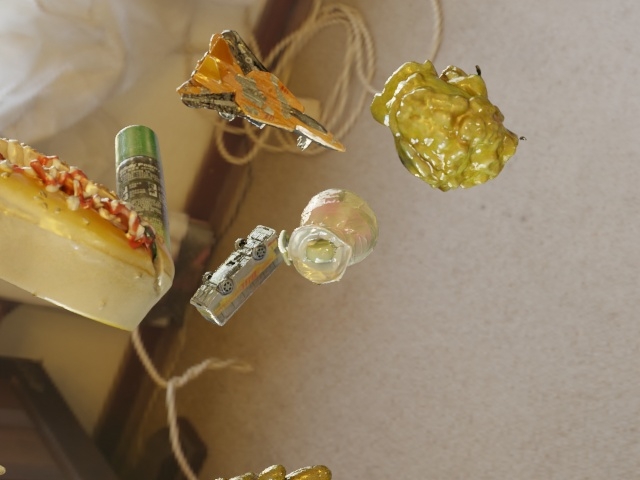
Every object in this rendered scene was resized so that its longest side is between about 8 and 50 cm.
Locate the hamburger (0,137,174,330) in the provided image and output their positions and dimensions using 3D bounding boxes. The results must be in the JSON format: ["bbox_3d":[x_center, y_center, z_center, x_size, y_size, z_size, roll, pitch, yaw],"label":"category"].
[{"bbox_3d":[-0.300,-0.010,1.236,0.295,0.227,0.151,21,80,16],"label":"hamburger"}]

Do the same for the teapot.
[{"bbox_3d":[0.000,0.000,0.865,0.083,0.064,0.064,-10,112,27],"label":"teapot"}]

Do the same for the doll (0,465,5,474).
[{"bbox_3d":[-0.650,0.500,1.985,0.144,0.208,0.271,12,128,37],"label":"doll"}]

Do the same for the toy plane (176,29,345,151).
[{"bbox_3d":[-0.095,-0.245,2.041,0.103,0.316,0.204,-36,23,52],"label":"toy plane"}]

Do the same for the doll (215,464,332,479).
[{"bbox_3d":[-0.076,0.417,1.815,0.097,0.209,0.137,-94,-8,-59],"label":"doll"}]

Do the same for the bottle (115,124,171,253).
[{"bbox_3d":[-0.337,-0.082,2.077,0.093,0.093,0.330,-49,37,33],"label":"bottle"}]

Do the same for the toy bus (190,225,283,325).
[{"bbox_3d":[-0.142,0.062,1.938,0.190,0.075,0.064,-46,36,-21],"label":"toy bus"}]

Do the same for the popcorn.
[{"bbox_3d":[0.183,-0.170,1.603,0.169,0.218,0.189,-34,59,10],"label":"popcorn"}]
